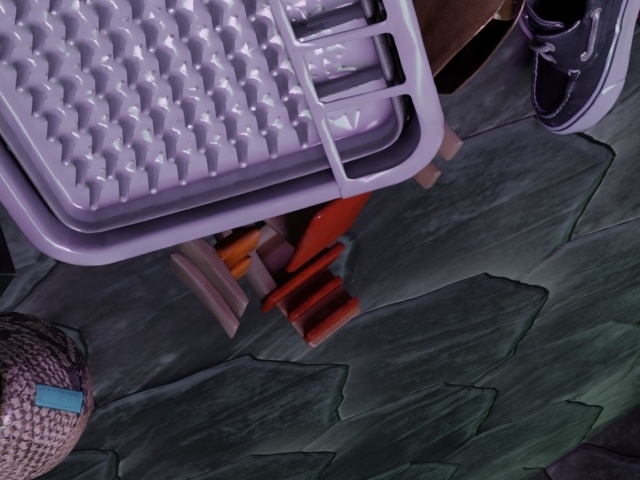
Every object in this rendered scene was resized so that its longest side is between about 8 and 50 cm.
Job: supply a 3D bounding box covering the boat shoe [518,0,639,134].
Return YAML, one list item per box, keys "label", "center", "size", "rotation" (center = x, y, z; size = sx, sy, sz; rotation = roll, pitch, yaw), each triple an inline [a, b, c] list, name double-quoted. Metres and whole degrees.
- label: "boat shoe"
  center: [0.228, -0.208, 1.018]
  size: [0.102, 0.108, 0.301]
  rotation: [-16, 148, -20]

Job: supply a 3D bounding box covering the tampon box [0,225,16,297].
- label: "tampon box"
  center: [-0.351, 0.035, 0.939]
  size: [0.120, 0.101, 0.161]
  rotation: [3, 140, -43]

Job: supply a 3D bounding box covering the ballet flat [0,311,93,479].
- label: "ballet flat"
  center: [-0.407, 0.093, 0.782]
  size: [0.483, 0.164, 0.182]
  rotation: [1, 167, 8]

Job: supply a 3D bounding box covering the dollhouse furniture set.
- label: "dollhouse furniture set"
  center: [0.000, 0.000, 1.068]
  size: [0.262, 0.135, 0.259]
  rotation: [-37, 171, -20]

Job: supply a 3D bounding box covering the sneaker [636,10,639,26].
- label: "sneaker"
  center: [0.353, -0.258, 1.009]
  size: [0.098, 0.135, 0.276]
  rotation: [-22, 153, -12]

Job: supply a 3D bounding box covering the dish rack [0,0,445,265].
- label: "dish rack"
  center: [-0.097, -0.128, 0.801]
  size: [0.333, 0.072, 0.285]
  rotation: [-16, 135, 7]

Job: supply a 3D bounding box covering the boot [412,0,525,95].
- label: "boot"
  center: [0.151, -0.239, 0.892]
  size: [0.112, 0.115, 0.305]
  rotation: [3, 139, -40]
